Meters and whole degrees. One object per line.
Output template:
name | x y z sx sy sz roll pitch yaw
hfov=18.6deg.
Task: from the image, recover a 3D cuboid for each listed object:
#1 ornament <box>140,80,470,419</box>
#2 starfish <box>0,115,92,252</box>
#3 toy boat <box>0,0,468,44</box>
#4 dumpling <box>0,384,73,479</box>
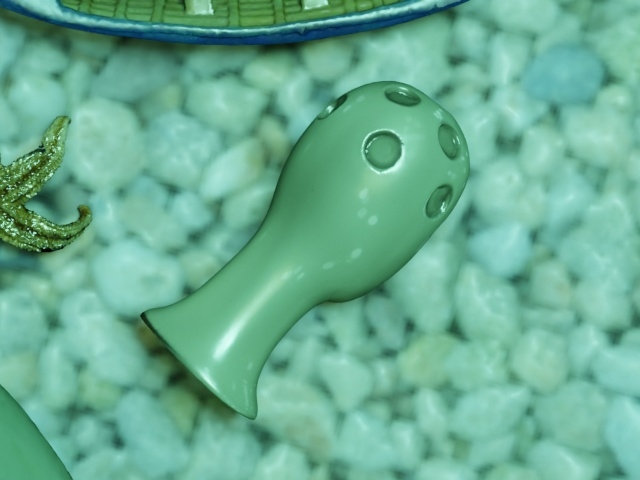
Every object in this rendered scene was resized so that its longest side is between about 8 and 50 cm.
ornament | 0.000 0.000 0.850 0.156 0.081 0.075 -48 49 3
starfish | -0.143 -0.022 0.870 0.091 0.028 0.078 -44 89 -3
toy boat | -0.039 -0.123 0.856 0.229 0.046 0.080 -7 93 1
dumpling | -0.197 0.145 0.756 0.320 0.212 0.270 48 51 -2
